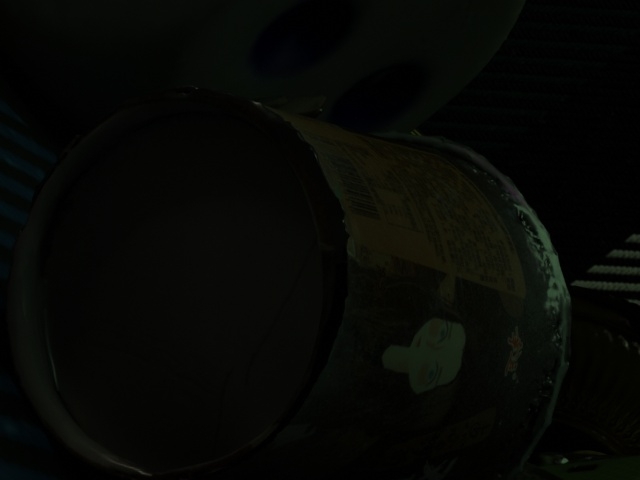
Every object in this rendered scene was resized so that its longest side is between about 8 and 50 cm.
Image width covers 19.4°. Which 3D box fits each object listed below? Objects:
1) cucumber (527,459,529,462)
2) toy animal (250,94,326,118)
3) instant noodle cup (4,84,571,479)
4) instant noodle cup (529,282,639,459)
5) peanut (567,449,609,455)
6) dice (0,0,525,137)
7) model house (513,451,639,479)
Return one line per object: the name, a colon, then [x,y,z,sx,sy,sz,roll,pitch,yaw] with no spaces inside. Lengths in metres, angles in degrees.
cucumber: [0.115,0.166,1.340,0.265,0.077,0.077,46,10,-20]
toy animal: [-0.025,0.006,1.163,0.089,0.188,0.179,18,-50,59]
instant noodle cup: [-0.017,0.035,0.873,0.217,0.217,0.207,55,17,25]
instant noodle cup: [0.214,0.150,1.584,0.274,0.274,0.091,45,53,-29]
peanut: [0.255,0.261,1.527,0.229,0.103,0.098,45,17,-23]
dice: [-0.056,-0.209,1.277,0.277,0.304,0.304,54,10,24]
model house: [0.148,0.211,1.232,0.278,0.218,0.205,21,40,26]
